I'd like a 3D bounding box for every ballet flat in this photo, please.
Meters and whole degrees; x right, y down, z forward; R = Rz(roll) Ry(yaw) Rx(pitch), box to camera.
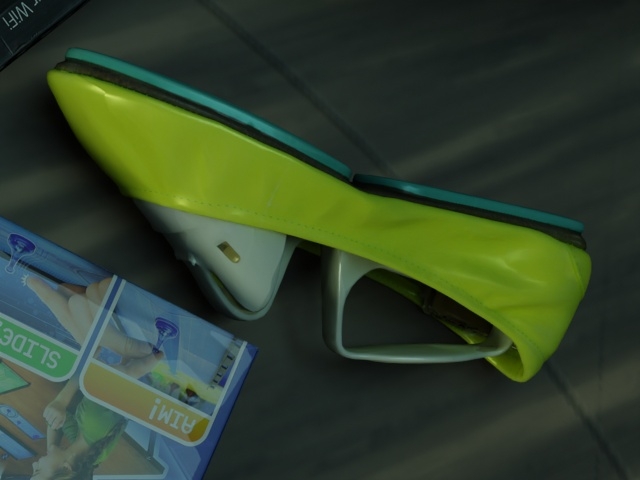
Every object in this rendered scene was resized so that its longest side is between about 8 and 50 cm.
[{"bbox_3d":[0.000,0.000,0.683,0.231,0.077,0.077,18,88,-25],"label":"ballet flat"}]

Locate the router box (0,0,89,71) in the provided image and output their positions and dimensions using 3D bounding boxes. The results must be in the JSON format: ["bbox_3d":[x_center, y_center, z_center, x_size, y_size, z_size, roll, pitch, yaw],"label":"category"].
[{"bbox_3d":[-0.133,-0.129,0.651,0.179,0.046,0.133,-44,101,-28],"label":"router box"}]

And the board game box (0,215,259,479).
[{"bbox_3d":[-0.135,0.053,0.607,0.201,0.035,0.136,29,75,-20],"label":"board game box"}]
